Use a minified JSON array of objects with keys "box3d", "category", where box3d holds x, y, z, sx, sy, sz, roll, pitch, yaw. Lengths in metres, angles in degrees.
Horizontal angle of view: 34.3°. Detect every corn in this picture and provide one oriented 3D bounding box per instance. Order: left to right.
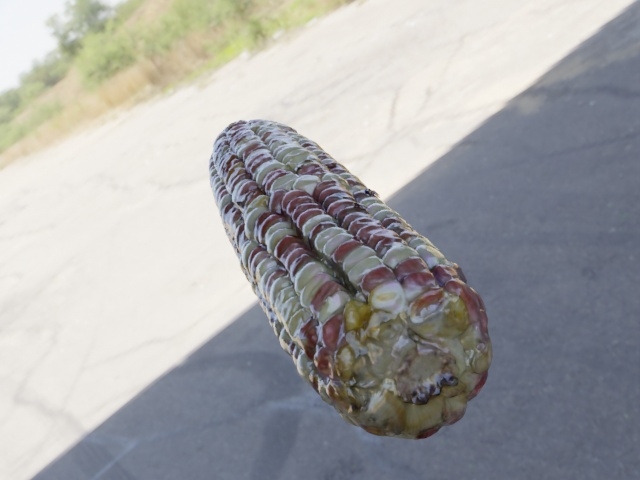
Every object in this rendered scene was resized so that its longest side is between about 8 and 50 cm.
[{"box3d":[0.000,0.000,0.475,0.079,0.079,0.237,-36,33,0],"category":"corn"}]
